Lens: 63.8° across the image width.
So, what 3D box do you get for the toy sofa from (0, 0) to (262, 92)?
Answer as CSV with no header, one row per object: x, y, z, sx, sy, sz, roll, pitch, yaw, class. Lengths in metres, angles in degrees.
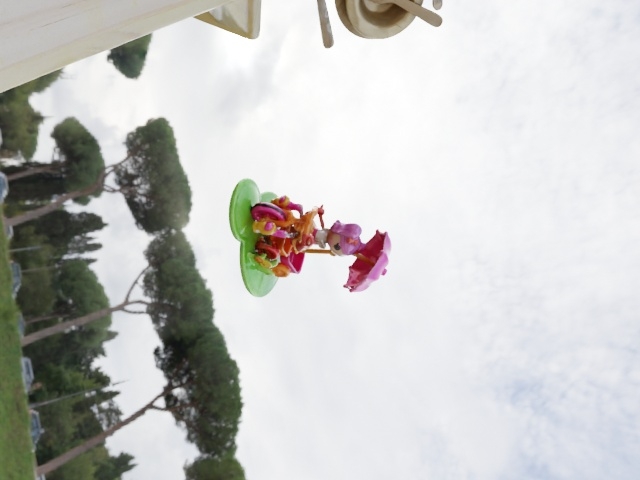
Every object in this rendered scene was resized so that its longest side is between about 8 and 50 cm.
-0.196,-0.211,0.384,0.150,0.362,0.177,26,-44,17,toy sofa

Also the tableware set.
0.047,-0.252,0.415,0.194,0.128,0.039,72,-4,-46,tableware set

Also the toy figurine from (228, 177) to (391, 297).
0.000,0.000,0.584,0.159,0.130,0.173,6,-31,18,toy figurine
